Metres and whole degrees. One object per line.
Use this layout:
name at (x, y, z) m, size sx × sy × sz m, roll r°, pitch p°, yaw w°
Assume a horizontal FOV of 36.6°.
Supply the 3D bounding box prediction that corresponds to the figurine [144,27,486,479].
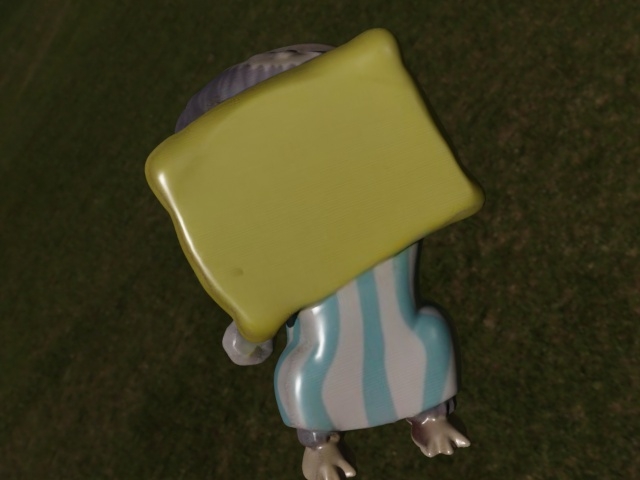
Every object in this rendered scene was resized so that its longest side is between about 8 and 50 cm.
figurine at (0.000, 0.000, 0.953) m, size 0.377 × 0.267 × 0.361 m, roll -135°, pitch 32°, yaw -84°
